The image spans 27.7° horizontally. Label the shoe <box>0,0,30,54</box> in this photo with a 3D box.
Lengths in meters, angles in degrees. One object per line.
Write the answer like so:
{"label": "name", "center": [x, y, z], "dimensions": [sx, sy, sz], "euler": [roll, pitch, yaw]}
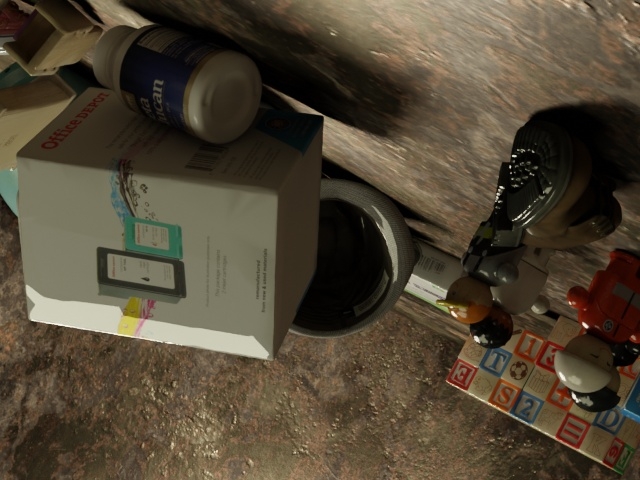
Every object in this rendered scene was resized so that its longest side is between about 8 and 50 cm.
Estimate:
{"label": "shoe", "center": [-0.389, -0.276, 1.632], "dimensions": [0.178, 0.081, 0.063], "euler": [-3, 177, 2]}

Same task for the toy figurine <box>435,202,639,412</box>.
{"label": "toy figurine", "center": [0.242, 0.075, 1.365], "dimensions": [0.209, 0.148, 0.213], "euler": [26, 175, 20]}

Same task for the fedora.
{"label": "fedora", "center": [0.000, 0.000, 1.778], "dimensions": [0.124, 0.243, 0.275], "euler": [-99, -15, -55]}

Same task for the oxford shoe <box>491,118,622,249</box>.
{"label": "oxford shoe", "center": [0.189, -0.040, 0.996], "dimensions": [0.096, 0.083, 0.227], "euler": [8, 174, 4]}

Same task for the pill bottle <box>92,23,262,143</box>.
{"label": "pill bottle", "center": [-0.149, -0.163, 1.307], "dimensions": [0.169, 0.094, 0.094], "euler": [24, 174, 36]}

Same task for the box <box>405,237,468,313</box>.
{"label": "box", "center": [0.133, 0.037, 2.104], "dimensions": [0.232, 0.058, 0.322], "euler": [26, 174, 14]}

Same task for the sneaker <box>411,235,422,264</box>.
{"label": "sneaker", "center": [0.019, -0.014, 1.899], "dimensions": [0.267, 0.106, 0.101], "euler": [26, 174, -3]}

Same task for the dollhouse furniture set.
{"label": "dollhouse furniture set", "center": [-0.447, -0.254, 1.539], "dimensions": [0.303, 0.286, 0.198], "euler": [44, -162, 1]}

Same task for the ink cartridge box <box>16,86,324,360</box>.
{"label": "ink cartridge box", "center": [-0.151, -0.025, 1.360], "dimensions": [0.270, 0.197, 0.198], "euler": [9, -151, 11]}

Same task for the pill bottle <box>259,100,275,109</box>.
{"label": "pill bottle", "center": [-0.130, -0.128, 1.523], "dimensions": [0.103, 0.103, 0.184], "euler": [32, 174, -40]}

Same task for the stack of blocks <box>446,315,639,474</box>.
{"label": "stack of blocks", "center": [0.359, 0.208, 1.974], "dimensions": [0.297, 0.171, 0.087], "euler": [24, 174, 39]}

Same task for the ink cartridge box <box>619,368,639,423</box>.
{"label": "ink cartridge box", "center": [0.447, 0.172, 1.354], "dimensions": [0.231, 0.134, 0.078], "euler": [27, 174, 12]}

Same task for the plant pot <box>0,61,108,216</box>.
{"label": "plant pot", "center": [-0.406, -0.144, 2.037], "dimensions": [0.271, 0.272, 0.255], "euler": [22, 159, 47]}
